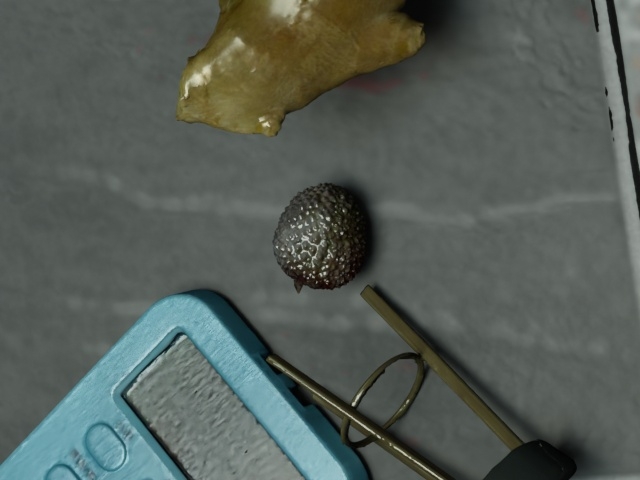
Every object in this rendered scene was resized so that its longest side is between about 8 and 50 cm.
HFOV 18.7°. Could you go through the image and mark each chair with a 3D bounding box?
[{"bbox_3d":[0.073,0.136,1.342,0.221,0.104,0.095,35,146,30],"label":"chair"}]

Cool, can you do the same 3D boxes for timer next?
[{"bbox_3d":[-0.109,0.190,1.461,0.232,0.091,0.250,48,114,21],"label":"timer"}]

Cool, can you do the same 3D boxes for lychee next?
[{"bbox_3d":[0.000,0.000,1.387,0.067,0.068,0.083,12,101,-11],"label":"lychee"}]

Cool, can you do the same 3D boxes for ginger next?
[{"bbox_3d":[0.059,-0.238,1.269,0.363,0.122,0.348,4,95,13],"label":"ginger"}]
